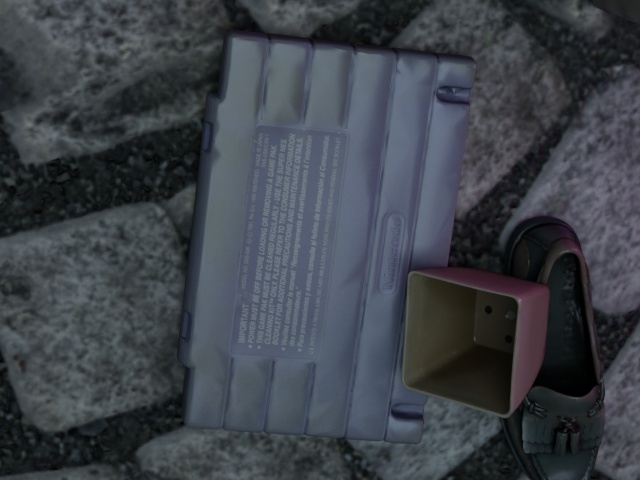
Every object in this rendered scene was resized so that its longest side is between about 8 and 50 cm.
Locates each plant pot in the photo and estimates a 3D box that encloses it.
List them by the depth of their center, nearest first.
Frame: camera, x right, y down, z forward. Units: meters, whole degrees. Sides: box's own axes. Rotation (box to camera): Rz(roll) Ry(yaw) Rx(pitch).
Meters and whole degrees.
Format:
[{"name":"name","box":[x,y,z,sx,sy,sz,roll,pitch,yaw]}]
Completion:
[{"name":"plant pot","box":[0.144,0.078,1.350,0.109,0.096,0.109,14,110,32]}]

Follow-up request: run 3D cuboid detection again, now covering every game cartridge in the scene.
[{"name":"game cartridge","box":[0.000,0.000,1.374,0.230,0.068,0.355,7,102,-6]}]

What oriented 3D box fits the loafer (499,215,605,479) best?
[{"name":"loafer","box":[0.213,0.115,1.415,0.096,0.084,0.267,-9,104,-8]}]

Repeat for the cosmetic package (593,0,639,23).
[{"name":"cosmetic package","box":[0.391,-0.267,1.318,0.296,0.153,0.129,-7,105,-8]}]
